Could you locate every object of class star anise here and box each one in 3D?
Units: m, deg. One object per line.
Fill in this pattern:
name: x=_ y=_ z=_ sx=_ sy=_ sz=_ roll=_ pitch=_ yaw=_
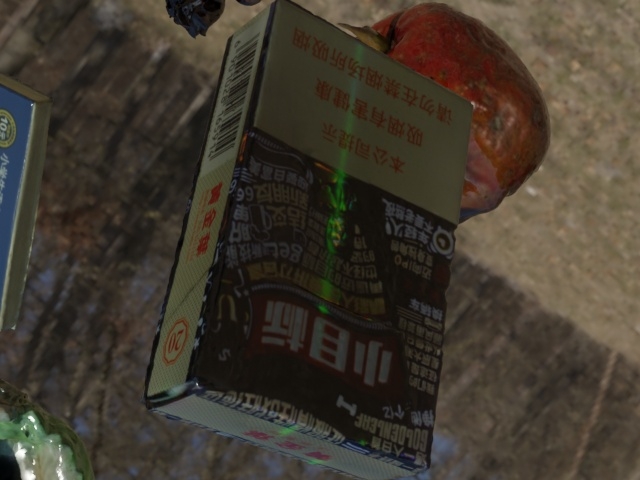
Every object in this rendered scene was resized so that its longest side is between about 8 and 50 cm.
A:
star anise: x=-0.159 y=-0.375 z=1.725 sx=0.125 sy=0.220 sz=0.190 roll=1 pitch=-110 yaw=-42

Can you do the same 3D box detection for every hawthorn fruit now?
hawthorn fruit: x=0.137 y=-0.150 z=1.447 sx=0.262 sy=0.258 sz=0.258 roll=65 pitch=-165 yaw=0

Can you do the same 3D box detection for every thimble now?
thimble: x=-0.296 y=0.220 z=1.009 sx=0.219 sy=0.219 sz=0.150 roll=35 pitch=161 yaw=-18

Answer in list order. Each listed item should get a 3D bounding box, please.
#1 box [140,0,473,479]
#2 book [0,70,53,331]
box: x=0.000 y=0.000 z=0.905 sx=0.198 sy=0.084 sz=0.310 roll=24 pitch=-119 yaw=-28
book: x=-0.506 y=-0.107 z=1.511 sx=0.428 sy=0.300 sz=0.039 roll=27 pitch=-156 yaw=27
